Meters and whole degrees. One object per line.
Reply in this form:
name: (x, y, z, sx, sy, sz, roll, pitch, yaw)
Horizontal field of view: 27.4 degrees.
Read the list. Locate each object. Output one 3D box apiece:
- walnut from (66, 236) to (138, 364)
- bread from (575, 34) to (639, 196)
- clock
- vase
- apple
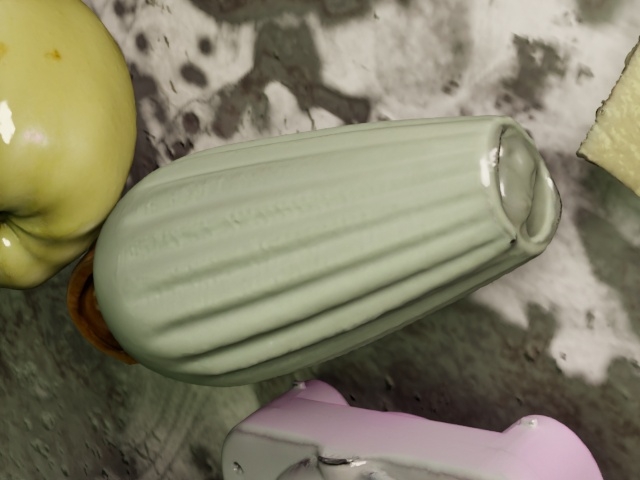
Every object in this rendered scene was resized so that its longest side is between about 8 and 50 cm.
walnut: (-0.108, 0.024, 0.817, 0.091, 0.052, 0.121, 16, 135, -10)
bread: (0.165, -0.075, 0.531, 0.068, 0.028, 0.154, 41, 132, 23)
clock: (0.056, 0.209, 0.728, 0.227, 0.090, 0.248, 4, 113, 44)
vase: (0.000, 0.000, 0.662, 0.248, 0.128, 0.128, -16, 97, 37)
apple: (-0.199, -0.069, 0.766, 0.200, 0.200, 0.200, 20, 122, 37)
